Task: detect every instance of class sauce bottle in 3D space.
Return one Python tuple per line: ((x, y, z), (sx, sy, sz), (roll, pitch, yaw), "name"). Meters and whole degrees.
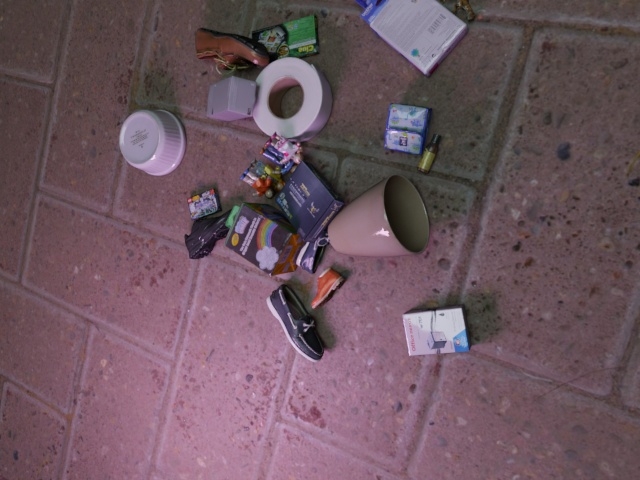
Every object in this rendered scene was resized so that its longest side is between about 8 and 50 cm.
((0.354, -0.282, 1.531), (0.042, 0.042, 0.128), (25, 99, 21), "sauce bottle")

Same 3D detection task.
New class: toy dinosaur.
((0.433, -0.787, 1.482), (0.113, 0.064, 0.211), (-10, 97, 5), "toy dinosaur")

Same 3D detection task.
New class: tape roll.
((-0.103, -0.498, 1.689), (0.287, 0.100, 0.285), (1, 91, 24), "tape roll")

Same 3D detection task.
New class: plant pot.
((0.167, -0.050, 1.529), (0.274, 0.257, 0.256), (-18, 84, 40), "plant pot")

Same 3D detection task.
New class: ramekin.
((-0.695, -0.405, 1.930), (0.273, 0.127, 0.272), (1, 92, 23), "ramekin")

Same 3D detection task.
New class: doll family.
((-0.155, -0.266, 1.700), (0.163, 0.118, 0.263), (37, 111, -14), "doll family")

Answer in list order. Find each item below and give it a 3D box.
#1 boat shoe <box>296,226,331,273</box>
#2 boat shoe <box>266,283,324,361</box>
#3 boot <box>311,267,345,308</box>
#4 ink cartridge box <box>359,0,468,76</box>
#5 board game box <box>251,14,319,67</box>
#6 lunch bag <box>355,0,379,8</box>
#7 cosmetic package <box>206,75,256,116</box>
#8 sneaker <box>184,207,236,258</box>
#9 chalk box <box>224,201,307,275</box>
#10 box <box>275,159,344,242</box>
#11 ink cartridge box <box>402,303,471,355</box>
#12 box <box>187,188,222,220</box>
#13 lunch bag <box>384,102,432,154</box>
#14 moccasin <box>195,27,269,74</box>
((0.000, 0.000, 1.660), (0.079, 0.095, 0.254), (33, 105, 21), "boat shoe")
((-0.078, 0.292, 1.692), (0.302, 0.114, 0.091), (49, 114, 14), "boat shoe")
((0.010, 0.171, 1.685), (0.085, 0.059, 0.158), (43, 98, 20), "boot")
((0.298, -0.701, 1.532), (0.311, 0.065, 0.185), (46, 108, 13), "ink cartridge box")
((-0.131, -0.726, 1.734), (0.260, 0.030, 0.136), (-3, 88, 23), "board game box")
((0.125, -0.952, 1.581), (0.221, 0.138, 0.293), (-48, 61, 17), "lunch bag")
((-0.328, -0.513, 1.727), (0.238, 0.107, 0.127), (11, 95, 60), "cosmetic package")
((-0.433, -0.047, 1.844), (0.286, 0.109, 0.130), (-37, 71, 18), "sneaker")
((-0.209, -0.024, 1.707), (0.289, 0.179, 0.180), (32, 104, 20), "chalk box")
((-0.043, -0.134, 1.612), (0.183, 0.059, 0.232), (-52, 53, 21), "box")
((0.373, 0.288, 1.516), (0.191, 0.082, 0.139), (-11, 87, 22), "ink cartridge box")
((-0.466, -0.143, 1.893), (0.137, 0.027, 0.093), (-17, 84, 23), "box")
((0.281, -0.362, 1.536), (0.129, 0.096, 0.151), (15, 112, 20), "lunch bag")
((-0.336, -0.687, 1.748), (0.380, 0.139, 0.146), (24, 111, 29), "moccasin")
